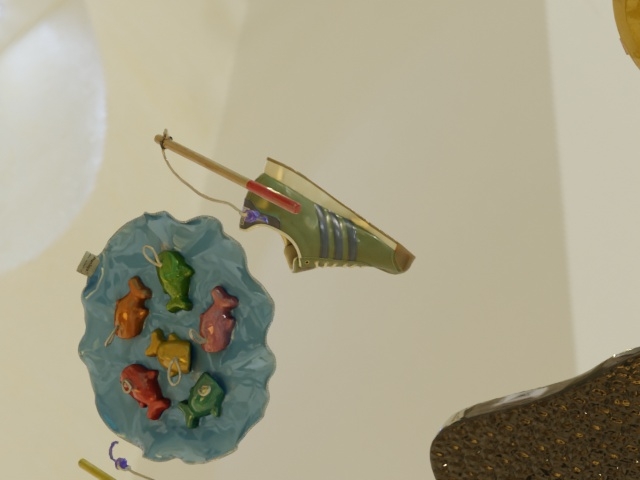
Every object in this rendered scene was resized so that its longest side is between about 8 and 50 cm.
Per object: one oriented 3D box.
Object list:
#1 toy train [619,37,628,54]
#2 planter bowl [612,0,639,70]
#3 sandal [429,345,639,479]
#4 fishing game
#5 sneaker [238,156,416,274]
[{"bbox_3d":[0.303,-0.131,1.248,0.046,0.166,0.125,-20,-165,37],"label":"toy train"},{"bbox_3d":[0.250,-0.153,0.933,0.090,0.217,0.217,-25,-161,-20],"label":"planter bowl"},{"bbox_3d":[0.322,0.183,1.538,0.445,0.167,0.107,-15,-167,31],"label":"sandal"},{"bbox_3d":[-0.110,0.066,1.019,0.189,0.041,0.264,29,-71,33],"label":"fishing game"},{"bbox_3d":[0.000,0.000,1.478,0.086,0.192,0.064,-57,-157,-3],"label":"sneaker"}]
